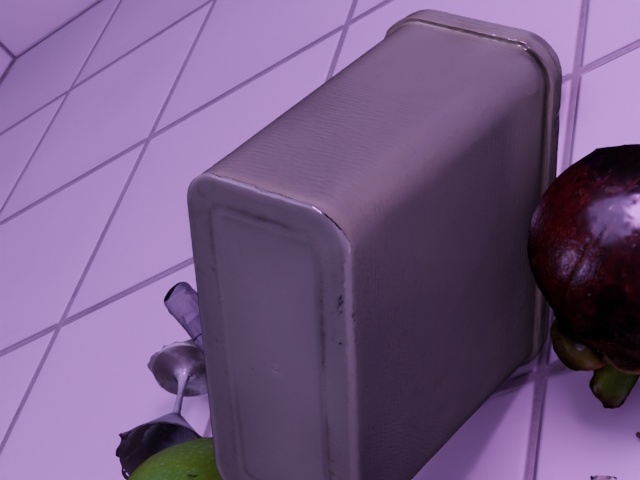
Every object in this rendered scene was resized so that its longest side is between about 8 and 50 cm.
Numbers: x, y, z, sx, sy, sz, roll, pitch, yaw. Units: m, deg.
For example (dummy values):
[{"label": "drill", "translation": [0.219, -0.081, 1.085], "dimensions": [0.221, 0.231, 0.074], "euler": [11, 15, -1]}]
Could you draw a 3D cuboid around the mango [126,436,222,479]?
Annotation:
[{"label": "mango", "translation": [-0.068, 0.306, 1.212], "dimensions": [0.225, 0.201, 0.382], "euler": [-44, 28, -19]}]

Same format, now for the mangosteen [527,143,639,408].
[{"label": "mangosteen", "translation": [0.275, 0.025, 1.137], "dimensions": [0.216, 0.216, 0.216], "euler": [-33, 28, 21]}]

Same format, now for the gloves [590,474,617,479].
[{"label": "gloves", "translation": [0.235, 0.221, 1.085], "dimensions": [0.044, 0.037, 0.081], "euler": [105, -178, -69]}]

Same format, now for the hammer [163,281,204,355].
[{"label": "hammer", "translation": [-0.085, 0.159, 1.532], "dimensions": [0.152, 0.044, 0.427], "euler": [-45, 40, 4]}]

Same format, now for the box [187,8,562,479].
[{"label": "box", "translation": [0.059, 0.025, 1.156], "dimensions": [0.177, 0.351, 0.344], "euler": [18, 38, 29]}]

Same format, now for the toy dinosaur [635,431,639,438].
[{"label": "toy dinosaur", "translation": [0.326, 0.167, 1.046], "dimensions": [0.108, 0.032, 0.220], "euler": [-54, 18, -12]}]

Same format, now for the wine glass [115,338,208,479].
[{"label": "wine glass", "translation": [-0.177, 0.208, 1.609], "dimensions": [0.122, 0.122, 0.183], "euler": [-32, 27, 22]}]
